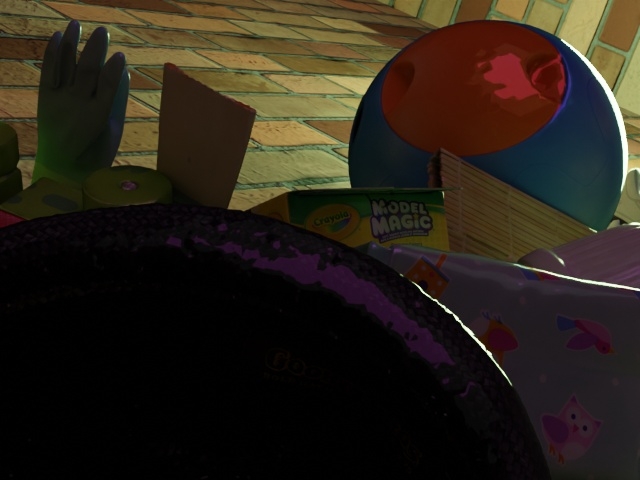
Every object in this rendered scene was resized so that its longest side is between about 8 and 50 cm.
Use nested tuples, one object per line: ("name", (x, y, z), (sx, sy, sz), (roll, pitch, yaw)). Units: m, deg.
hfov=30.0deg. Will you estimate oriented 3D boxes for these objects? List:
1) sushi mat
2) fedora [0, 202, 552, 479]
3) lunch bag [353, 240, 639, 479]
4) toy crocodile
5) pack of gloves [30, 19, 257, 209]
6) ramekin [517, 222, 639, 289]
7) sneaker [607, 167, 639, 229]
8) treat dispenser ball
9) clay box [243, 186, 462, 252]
("sushi mat", (0.214, 0.041, 1.097), (0.316, 0.151, 0.019), (24, -32, -33))
("fedora", (-0.069, 0.146, 0.517), (0.334, 0.334, 0.152), (22, -16, 8))
("lunch bag", (0.072, 0.101, 0.824), (0.223, 0.160, 0.262), (12, -15, -19))
("toy crocodile", (-0.213, -0.005, 0.886), (0.340, 0.115, 0.105), (17, 30, 19))
("pack of gloves", (-0.137, -0.048, 0.926), (0.195, 0.232, 0.046), (29, 36, 20))
("ramekin", (0.250, 0.084, 0.950), (0.109, 0.207, 0.207), (-26, 26, -1))
("sneaker", (0.489, -0.001, 1.600), (0.110, 0.118, 0.292), (7, 24, -37))
("treat dispenser ball", (0.173, -0.085, 1.254), (0.288, 0.288, 0.288), (17, 19, -6))
("clay box", (0.000, 0.000, 0.897), (0.127, 0.053, 0.222), (-2, -7, -26))
